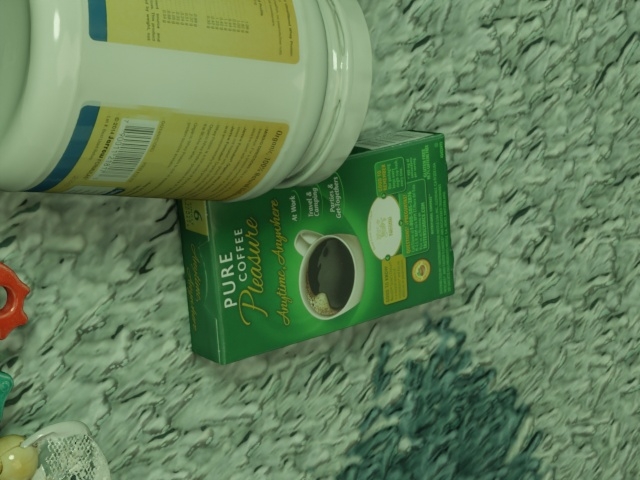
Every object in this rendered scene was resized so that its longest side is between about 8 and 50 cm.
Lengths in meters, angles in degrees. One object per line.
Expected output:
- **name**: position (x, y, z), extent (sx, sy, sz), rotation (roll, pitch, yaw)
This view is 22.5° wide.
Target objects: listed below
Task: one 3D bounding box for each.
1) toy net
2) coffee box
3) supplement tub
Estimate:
- **toy net**: position (-0.186, 0.088, 0.891), extent (0.122, 0.045, 0.232), rotation (-54, 127, -15)
- **coffee box**: position (0.000, 0.000, 1.002), extent (0.184, 0.040, 0.113), rotation (-16, 110, -32)
- **supplement tub**: position (-0.087, -0.093, 0.852), extent (0.200, 0.144, 0.144), rotation (2, 100, -36)
